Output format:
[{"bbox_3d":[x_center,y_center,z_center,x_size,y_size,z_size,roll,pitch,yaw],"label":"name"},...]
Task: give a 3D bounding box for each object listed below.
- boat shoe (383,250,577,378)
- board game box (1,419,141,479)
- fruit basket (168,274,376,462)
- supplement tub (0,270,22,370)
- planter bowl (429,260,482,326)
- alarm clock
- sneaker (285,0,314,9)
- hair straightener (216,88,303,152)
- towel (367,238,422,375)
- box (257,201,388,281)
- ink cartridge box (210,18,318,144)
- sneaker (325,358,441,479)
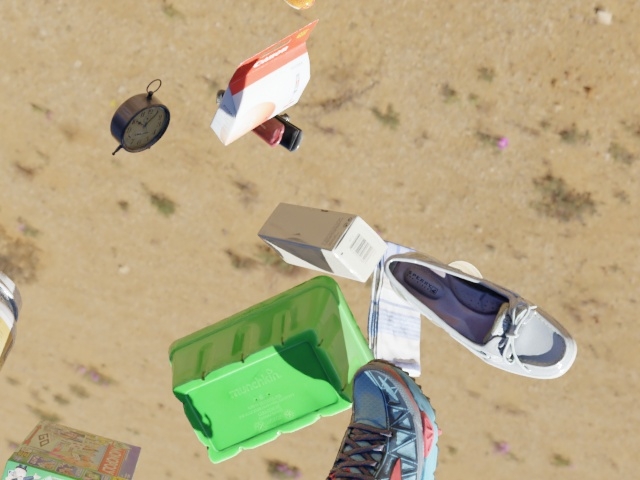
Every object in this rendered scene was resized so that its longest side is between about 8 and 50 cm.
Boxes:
[{"bbox_3d":[0.241,0.112,1.518,0.320,0.118,0.103,32,-176,17],"label":"boat shoe"},{"bbox_3d":[-0.454,0.418,1.836,0.213,0.046,0.317,17,180,-7],"label":"board game box"},{"bbox_3d":[-0.078,0.246,1.903,0.392,0.392,0.283,-13,108,50],"label":"fruit basket"},{"bbox_3d":[-0.687,0.202,1.768,0.228,0.316,0.228,7,135,7],"label":"supplement tub"},{"bbox_3d":[0.289,0.129,2.275,0.162,0.162,0.109,38,157,-28],"label":"planter bowl"},{"bbox_3d":[-0.382,-0.270,2.105,0.064,0.129,0.192,47,127,21],"label":"alarm clock"},{"bbox_3d":[-0.058,-0.455,1.602,0.064,0.175,0.067,-24,167,0],"label":"sneaker"},{"bbox_3d":[-0.097,-0.194,1.584,0.089,0.047,0.230,12,-166,-41],"label":"hair straightener"},{"bbox_3d":[0.166,0.148,2.094,0.034,0.285,0.209,-3,168,33],"label":"towel"},{"bbox_3d":[0.000,0.000,1.982,0.113,0.094,0.275,45,162,-33],"label":"box"},{"bbox_3d":[-0.069,-0.217,1.367,0.045,0.145,0.179,53,152,4],"label":"ink cartridge box"},{"bbox_3d":[0.061,0.260,1.069,0.125,0.262,0.104,5,165,-43],"label":"sneaker"}]
